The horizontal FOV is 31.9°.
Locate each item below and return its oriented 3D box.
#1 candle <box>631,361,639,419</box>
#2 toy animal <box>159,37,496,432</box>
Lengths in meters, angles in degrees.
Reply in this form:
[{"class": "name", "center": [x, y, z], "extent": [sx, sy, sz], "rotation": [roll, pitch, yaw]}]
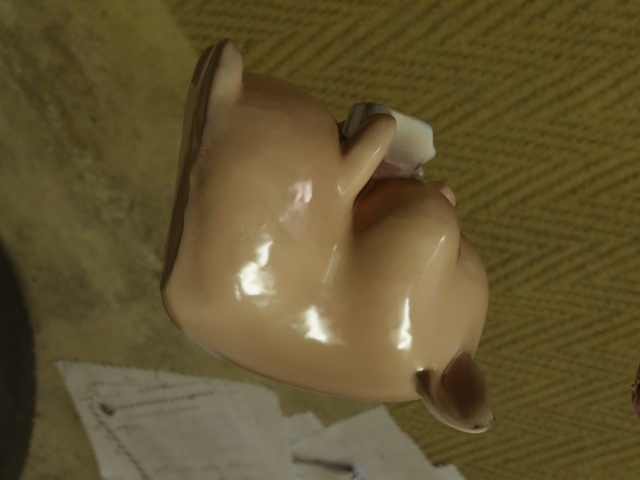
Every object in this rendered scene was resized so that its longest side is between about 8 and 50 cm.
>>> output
[{"class": "candle", "center": [0.178, 0.005, 0.481], "extent": [0.048, 0.051, 0.329], "rotation": [35, 154, 25]}, {"class": "toy animal", "center": [0.004, 0.000, 0.803], "extent": [0.256, 0.212, 0.195], "rotation": [20, 178, -12]}]
